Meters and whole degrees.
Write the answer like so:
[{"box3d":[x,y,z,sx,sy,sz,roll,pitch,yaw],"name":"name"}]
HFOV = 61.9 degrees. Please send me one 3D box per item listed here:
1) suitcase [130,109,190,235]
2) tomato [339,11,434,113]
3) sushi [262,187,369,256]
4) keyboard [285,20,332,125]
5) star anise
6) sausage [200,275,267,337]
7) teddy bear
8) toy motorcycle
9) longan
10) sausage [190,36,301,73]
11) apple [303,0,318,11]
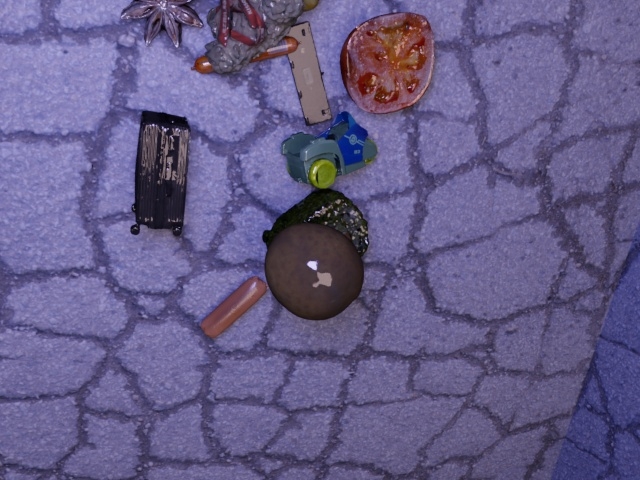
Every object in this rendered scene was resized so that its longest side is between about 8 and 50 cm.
[{"box3d":[-0.484,-0.207,1.604,0.152,0.229,0.335,3,111,-20],"name":"suitcase"},{"box3d":[0.201,-0.578,1.737,0.338,0.144,0.339,-9,118,-17],"name":"tomato"},{"box3d":[0.000,0.000,1.885,0.351,0.178,0.294,-36,118,-2],"name":"sushi"},{"box3d":[-0.040,-0.538,1.736,0.106,0.027,0.317,-18,116,-7],"name":"keyboard"},{"box3d":[-0.438,-0.672,1.502,0.236,0.109,0.223,-34,121,13],"name":"star anise"},{"box3d":[-0.312,0.239,1.930,0.289,0.086,0.086,-41,118,3],"name":"sausage"},{"box3d":[-0.220,-0.701,1.480,0.224,0.357,0.368,-34,96,-50],"name":"teddy bear"},{"box3d":[0.044,-0.314,1.782,0.326,0.191,0.200,-24,118,-23],"name":"toy motorcycle"},{"box3d":[-0.020,0.095,1.664,0.318,0.319,0.319,-7,113,-16],"name":"longan"},{"box3d":[-0.226,-0.568,1.632,0.347,0.053,0.053,-16,116,-7],"name":"sausage"},{"box3d":[-0.051,-0.770,1.552,0.199,0.200,0.200,-7,113,-16],"name":"apple"}]
